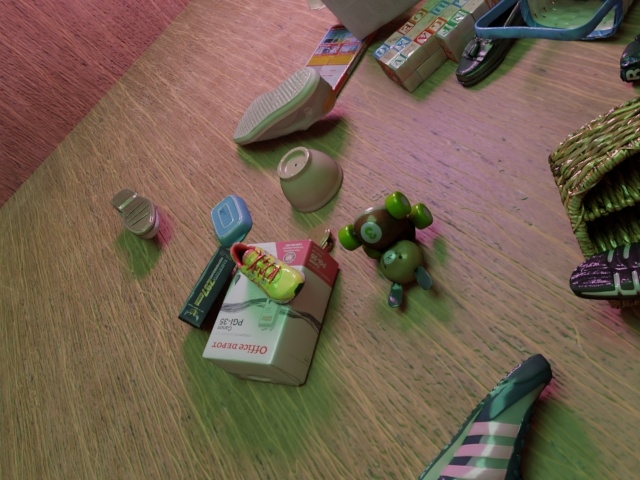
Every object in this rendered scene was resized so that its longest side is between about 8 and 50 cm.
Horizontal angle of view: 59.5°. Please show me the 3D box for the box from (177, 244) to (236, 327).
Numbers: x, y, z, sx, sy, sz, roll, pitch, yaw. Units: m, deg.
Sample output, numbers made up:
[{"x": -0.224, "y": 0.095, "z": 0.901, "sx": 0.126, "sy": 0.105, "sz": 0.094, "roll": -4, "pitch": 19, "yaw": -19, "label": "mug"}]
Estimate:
[{"x": -0.270, "y": 0.116, "z": 1.333, "sx": 0.183, "sy": 0.059, "sz": 0.233, "roll": -61, "pitch": 8, "yaw": -15, "label": "box"}]

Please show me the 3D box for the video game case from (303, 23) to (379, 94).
[{"x": 0.037, "y": -0.543, "z": 1.692, "sx": 0.204, "sy": 0.025, "sz": 0.285, "roll": 18, "pitch": 72, "yaw": 46, "label": "video game case"}]

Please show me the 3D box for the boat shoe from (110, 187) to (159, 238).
[{"x": -0.569, "y": -0.073, "z": 1.782, "sx": 0.113, "sy": 0.103, "sz": 0.302, "roll": -39, "pitch": 40, "yaw": -10, "label": "boat shoe"}]

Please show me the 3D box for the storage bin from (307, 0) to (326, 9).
[{"x": 0.105, "y": -0.819, "z": 1.694, "sx": 0.260, "sy": 0.123, "sz": 0.262, "roll": -10, "pitch": 26, "yaw": 34, "label": "storage bin"}]

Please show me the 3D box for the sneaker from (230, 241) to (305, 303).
[{"x": -0.116, "y": 0.059, "z": 1.130, "sx": 0.208, "sy": 0.094, "sz": 0.081, "roll": 21, "pitch": 72, "yaw": 45, "label": "sneaker"}]

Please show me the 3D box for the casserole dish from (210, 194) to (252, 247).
[{"x": -0.254, "y": -0.060, "z": 1.559, "sx": 0.114, "sy": 0.037, "sz": 0.188, "roll": -39, "pitch": 41, "yaw": 9, "label": "casserole dish"}]

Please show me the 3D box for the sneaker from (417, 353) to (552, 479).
[{"x": 0.258, "y": 0.316, "z": 0.810, "sx": 0.131, "sy": 0.112, "sz": 0.319, "roll": 38, "pitch": 89, "yaw": 32, "label": "sneaker"}]

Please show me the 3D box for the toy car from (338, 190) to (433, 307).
[{"x": 0.145, "y": 0.030, "z": 1.090, "sx": 0.155, "sy": 0.149, "sz": 0.188, "roll": -35, "pitch": 54, "yaw": 31, "label": "toy car"}]

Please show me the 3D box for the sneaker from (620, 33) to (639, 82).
[{"x": 0.605, "y": -0.296, "z": 0.997, "sx": 0.121, "sy": 0.079, "sz": 0.217, "roll": -18, "pitch": 41, "yaw": 34, "label": "sneaker"}]

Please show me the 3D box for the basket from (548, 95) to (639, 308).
[{"x": 0.510, "y": -0.075, "z": 0.796, "sx": 0.299, "sy": 0.213, "sz": 0.223, "roll": -22, "pitch": 47, "yaw": 26, "label": "basket"}]

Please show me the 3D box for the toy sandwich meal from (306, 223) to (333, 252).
[{"x": 0.000, "y": 0.000, "z": 1.308, "sx": 0.085, "sy": 0.029, "sz": 0.085, "roll": -34, "pitch": 36, "yaw": 28, "label": "toy sandwich meal"}]

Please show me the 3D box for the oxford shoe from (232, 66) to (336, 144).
[{"x": -0.115, "y": -0.355, "z": 1.613, "sx": 0.449, "sy": 0.130, "sz": 0.169, "roll": -13, "pitch": 57, "yaw": 52, "label": "oxford shoe"}]

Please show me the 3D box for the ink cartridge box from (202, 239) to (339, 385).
[{"x": -0.103, "y": 0.151, "z": 1.209, "sx": 0.207, "sy": 0.117, "sz": 0.283, "roll": -4, "pitch": 57, "yaw": 37, "label": "ink cartridge box"}]

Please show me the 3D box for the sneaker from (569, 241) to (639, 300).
[{"x": 0.495, "y": 0.080, "z": 0.742, "sx": 0.281, "sy": 0.162, "sz": 0.106, "roll": -17, "pitch": 22, "yaw": 39, "label": "sneaker"}]

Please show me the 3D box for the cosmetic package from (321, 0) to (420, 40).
[{"x": 0.090, "y": -0.740, "z": 1.458, "sx": 0.284, "sy": 0.377, "sz": 0.097, "roll": -15, "pitch": 47, "yaw": 46, "label": "cosmetic package"}]

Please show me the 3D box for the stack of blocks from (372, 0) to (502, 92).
[{"x": 0.297, "y": -0.515, "z": 1.405, "sx": 0.297, "sy": 0.087, "sz": 0.171, "roll": -42, "pitch": 42, "yaw": 6, "label": "stack of blocks"}]

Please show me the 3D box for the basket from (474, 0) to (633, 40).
[{"x": 0.492, "y": -0.501, "z": 1.144, "sx": 0.289, "sy": 0.201, "sz": 0.255, "roll": -47, "pitch": 41, "yaw": -15, "label": "basket"}]

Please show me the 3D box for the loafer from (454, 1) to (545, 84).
[{"x": 0.401, "y": -0.483, "z": 1.295, "sx": 0.267, "sy": 0.084, "sz": 0.096, "roll": -47, "pitch": 42, "yaw": 0, "label": "loafer"}]

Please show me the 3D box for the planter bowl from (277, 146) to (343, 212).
[{"x": -0.039, "y": -0.166, "z": 1.405, "sx": 0.162, "sy": 0.109, "sz": 0.162, "roll": -22, "pitch": 47, "yaw": 26, "label": "planter bowl"}]
